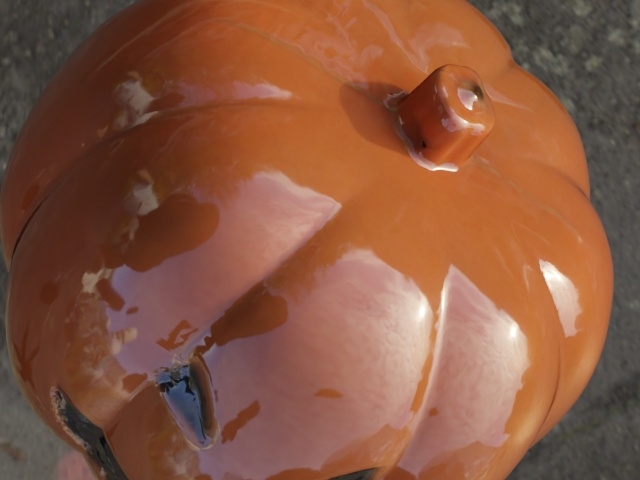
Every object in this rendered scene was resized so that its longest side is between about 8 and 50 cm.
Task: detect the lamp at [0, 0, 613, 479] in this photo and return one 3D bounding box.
[{"bbox_3d":[0.000,0.000,0.439,0.187,0.188,0.164,20,141,-21],"label":"lamp"}]
